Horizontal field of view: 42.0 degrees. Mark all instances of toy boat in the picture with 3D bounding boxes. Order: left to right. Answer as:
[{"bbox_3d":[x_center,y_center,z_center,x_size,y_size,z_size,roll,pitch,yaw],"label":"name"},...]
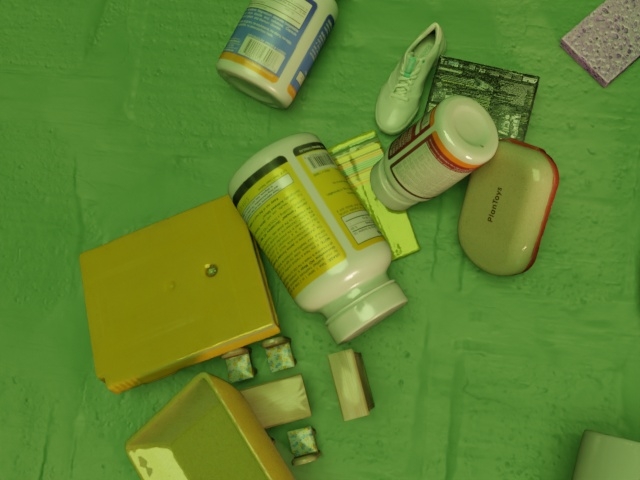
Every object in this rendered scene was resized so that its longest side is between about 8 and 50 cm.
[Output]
[{"bbox_3d":[0.332,-0.054,1.409,0.151,0.151,0.231,29,114,40],"label":"toy boat"}]

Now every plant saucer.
[{"bbox_3d":[-0.151,0.404,1.360,0.333,0.081,0.333,56,132,11],"label":"plant saucer"}]

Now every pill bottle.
[{"bbox_3d":[-0.062,-0.388,1.499,0.152,0.152,0.272,27,85,10],"label":"pill bottle"},{"bbox_3d":[0.000,0.000,1.414,0.188,0.188,0.334,-32,79,2],"label":"pill bottle"},{"bbox_3d":[0.182,-0.138,1.388,0.121,0.221,0.121,13,62,-26],"label":"pill bottle"}]

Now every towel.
[{"bbox_3d":[0.093,-0.074,1.500,0.102,0.021,0.237,-22,80,9],"label":"towel"}]

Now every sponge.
[{"bbox_3d":[0.544,-0.382,1.481,0.210,0.031,0.117,-41,79,0],"label":"sponge"}]

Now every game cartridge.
[{"bbox_3d":[-0.254,0.090,1.460,0.323,0.053,0.285,-21,59,6],"label":"game cartridge"}]

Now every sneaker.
[{"bbox_3d":[0.157,-0.293,1.485,0.080,0.094,0.212,25,86,9],"label":"sneaker"}]

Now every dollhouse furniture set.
[{"bbox_3d":[-0.042,0.263,1.392,0.242,0.161,0.212,-16,80,5],"label":"dollhouse furniture set"}]

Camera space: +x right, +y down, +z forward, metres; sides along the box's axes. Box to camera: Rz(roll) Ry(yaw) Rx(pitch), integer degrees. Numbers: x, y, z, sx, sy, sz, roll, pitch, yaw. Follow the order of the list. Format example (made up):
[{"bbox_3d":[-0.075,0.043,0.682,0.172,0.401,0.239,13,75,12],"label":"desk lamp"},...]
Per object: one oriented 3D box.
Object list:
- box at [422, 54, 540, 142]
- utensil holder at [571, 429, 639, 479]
[{"bbox_3d":[0.278,-0.228,1.468,0.180,0.077,0.147,14,83,9],"label":"box"},{"bbox_3d":[0.499,0.502,1.208,0.327,0.327,0.386,14,82,9],"label":"utensil holder"}]
